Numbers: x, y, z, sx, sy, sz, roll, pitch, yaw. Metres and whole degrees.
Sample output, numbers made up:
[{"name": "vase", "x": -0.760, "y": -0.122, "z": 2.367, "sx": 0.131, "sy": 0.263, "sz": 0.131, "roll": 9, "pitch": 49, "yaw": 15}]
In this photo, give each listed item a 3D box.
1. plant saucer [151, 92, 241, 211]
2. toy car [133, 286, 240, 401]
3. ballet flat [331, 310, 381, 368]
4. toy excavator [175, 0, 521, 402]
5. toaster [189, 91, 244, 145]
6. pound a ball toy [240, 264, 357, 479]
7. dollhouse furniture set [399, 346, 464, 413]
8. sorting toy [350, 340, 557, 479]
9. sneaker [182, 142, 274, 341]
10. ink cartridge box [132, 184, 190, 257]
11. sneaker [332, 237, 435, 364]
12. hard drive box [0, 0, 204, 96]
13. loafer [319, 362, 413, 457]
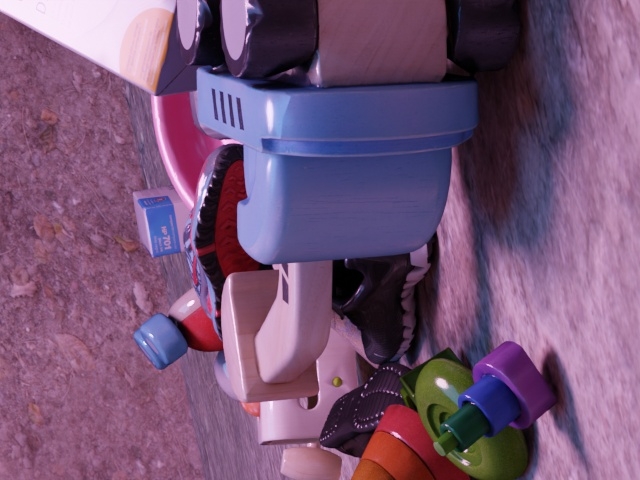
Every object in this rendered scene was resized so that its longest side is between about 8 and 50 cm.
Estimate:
[{"name": "plant saucer", "x": -0.051, "y": -0.157, "z": 1.772, "sx": 0.332, "sy": 0.084, "sz": 0.332, "roll": 7, "pitch": 100, "yaw": 46}, {"name": "toy car", "x": -0.116, "y": 0.161, "z": 2.434, "sx": 0.238, "sy": 0.219, "sz": 0.210, "roll": 52, "pitch": 166, "yaw": 0}, {"name": "ballet flat", "x": 0.000, "y": 0.000, "z": 1.862, "sx": 0.107, "sy": 0.106, "sz": 0.316, "roll": 93, "pitch": 166, "yaw": -73}, {"name": "toy excavator", "x": -0.010, "y": -0.038, "z": 1.439, "sx": 0.433, "sy": 0.222, "sz": 0.445, "roll": -152, "pitch": 61, "yaw": -70}, {"name": "toaster", "x": -0.043, "y": -0.203, "z": 1.608, "sx": 0.146, "sy": 0.129, "sz": 0.227, "roll": 4, "pitch": 99, "yaw": 41}, {"name": "pound a ball toy", "x": -0.038, "y": 0.133, "z": 1.983, "sx": 0.208, "sy": 0.136, "sz": 0.319, "roll": 125, "pitch": 143, "yaw": -78}, {"name": "dollhouse furniture set", "x": 0.126, "y": 0.175, "z": 1.600, "sx": 0.076, "sy": 0.058, "sz": 0.152, "roll": 53, "pitch": 170, "yaw": 51}, {"name": "sorting toy", "x": 0.088, "y": 0.195, "z": 1.443, "sx": 0.127, "sy": 0.126, "sz": 0.365, "roll": 51, "pitch": 156, "yaw": 8}, {"name": "sneaker", "x": -0.107, "y": -0.007, "z": 1.694, "sx": 0.125, "sy": 0.104, "sz": 0.262, "roll": 48, "pitch": 151, "yaw": 36}, {"name": "ink cartridge box", "x": -0.172, "y": -0.042, "z": 2.434, "sx": 0.139, "sy": 0.190, "sz": 0.082, "roll": -139, "pitch": 40, "yaw": -72}, {"name": "sneaker", "x": 0.047, "y": 0.054, "z": 1.680, "sx": 0.234, "sy": 0.106, "sz": 0.078, "roll": 99, "pitch": 157, "yaw": -54}, {"name": "hard drive box", "x": -0.192, "y": -0.266, "z": 1.570, "sx": 0.232, "sy": 0.089, "sz": 0.181, "roll": 29, "pitch": 116, "yaw": 29}, {"name": "loafer", "x": 0.074, "y": 0.189, "z": 1.768, "sx": 0.080, "sy": 0.078, "sz": 0.220, "roll": -67, "pitch": 13, "yaw": -21}]
